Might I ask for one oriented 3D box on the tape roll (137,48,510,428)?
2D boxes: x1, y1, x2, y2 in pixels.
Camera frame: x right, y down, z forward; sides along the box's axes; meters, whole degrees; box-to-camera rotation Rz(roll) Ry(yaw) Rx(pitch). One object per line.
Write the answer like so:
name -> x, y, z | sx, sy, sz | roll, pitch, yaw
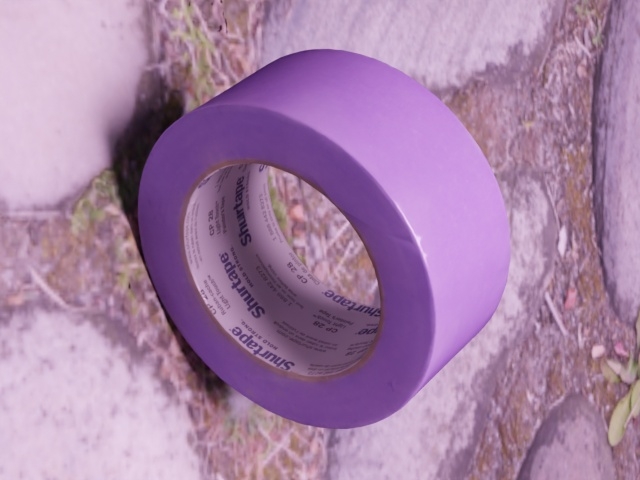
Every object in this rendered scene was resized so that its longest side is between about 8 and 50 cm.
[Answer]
tape roll -> 0.000, 0.000, 0.855 | 0.080, 0.189, 0.189 | -38, 115, -44
